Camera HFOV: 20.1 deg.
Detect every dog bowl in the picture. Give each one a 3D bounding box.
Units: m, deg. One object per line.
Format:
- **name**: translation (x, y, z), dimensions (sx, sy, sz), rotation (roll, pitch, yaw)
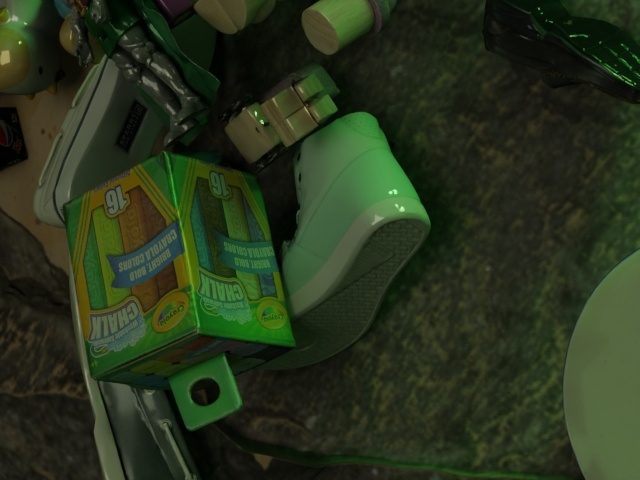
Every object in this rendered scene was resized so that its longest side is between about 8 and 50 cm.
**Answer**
- **dog bowl**: translation (0.321, 0.117, 1.373), dimensions (0.265, 0.104, 0.264), rotation (1, 92, 35)

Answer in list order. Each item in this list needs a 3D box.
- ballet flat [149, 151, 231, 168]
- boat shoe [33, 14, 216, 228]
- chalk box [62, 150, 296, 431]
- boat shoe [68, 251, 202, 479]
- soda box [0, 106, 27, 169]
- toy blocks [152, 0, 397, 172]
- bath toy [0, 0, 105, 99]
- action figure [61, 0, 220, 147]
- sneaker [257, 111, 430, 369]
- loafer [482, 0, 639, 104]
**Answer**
- **ballet flat**: translation (-0.166, -0.049, 1.731), dimensions (0.221, 0.077, 0.079), rotation (8, 114, 39)
- **boat shoe**: translation (-0.185, -0.125, 1.677), dimensions (0.088, 0.096, 0.267), rotation (2, 64, 46)
- **chalk box**: translation (-0.119, 0.052, 1.547), dimensions (0.132, 0.132, 0.213), rotation (-26, 66, 32)
- **boat shoe**: translation (-0.180, 0.123, 1.744), dimensions (0.099, 0.116, 0.319), rotation (-10, 75, -9)
- **soda box**: translation (-0.387, -0.086, 1.885), dimensions (0.169, 0.053, 0.060), rotation (-20, 80, 34)
- **toy blocks**: translation (-0.005, -0.280, 1.542), dimensions (0.309, 0.260, 0.288), rotation (55, 151, -3)
- **bath toy**: translation (-0.349, -0.197, 1.821), dimensions (0.348, 0.129, 0.151), rotation (-5, 44, 33)
- **action figure**: translation (-0.182, -0.191, 1.571), dimensions (0.232, 0.063, 0.137), rotation (52, 151, 7)
- **sneaker**: translation (0.001, 0.000, 1.611), dimensions (0.256, 0.094, 0.151), rotation (-50, 44, 38)
- **loafer**: translation (0.204, -0.152, 1.482), dimensions (0.170, 0.062, 0.061), rotation (38, 134, 31)
